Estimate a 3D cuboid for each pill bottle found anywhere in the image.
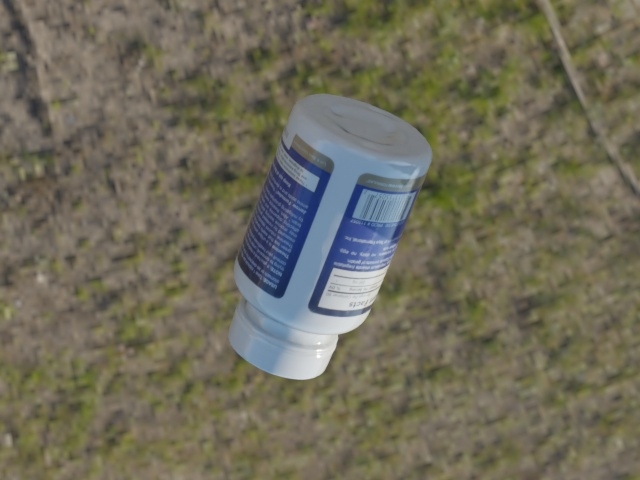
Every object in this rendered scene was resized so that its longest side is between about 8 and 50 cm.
[{"bbox_3d":[0.000,0.000,0.756,0.067,0.067,0.120,8,117,-29],"label":"pill bottle"}]
